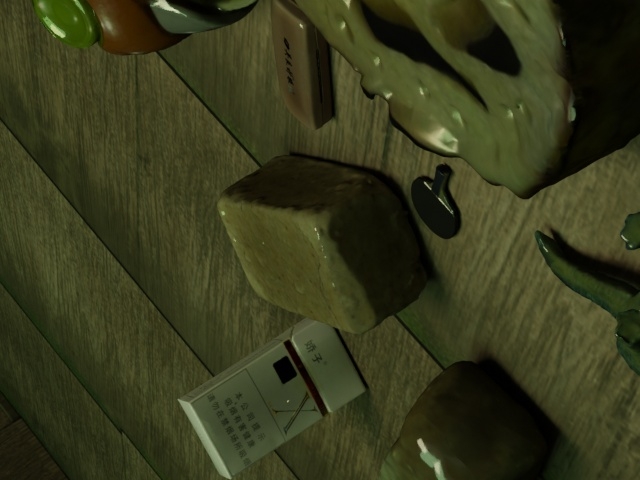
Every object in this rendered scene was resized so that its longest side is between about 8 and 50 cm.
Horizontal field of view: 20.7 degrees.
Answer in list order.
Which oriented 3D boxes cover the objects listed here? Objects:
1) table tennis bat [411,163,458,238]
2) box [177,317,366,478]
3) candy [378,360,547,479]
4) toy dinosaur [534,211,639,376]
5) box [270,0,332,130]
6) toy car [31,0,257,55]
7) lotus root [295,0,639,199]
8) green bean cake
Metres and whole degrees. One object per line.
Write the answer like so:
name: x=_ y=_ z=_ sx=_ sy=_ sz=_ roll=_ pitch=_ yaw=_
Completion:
table tennis bat: x=0.085 y=-0.031 z=1.287 sx=0.050 sy=0.007 sz=0.083 roll=49 pitch=158 yaw=21
box: x=-0.043 y=0.140 z=1.593 sx=0.084 sy=0.154 sz=0.040 roll=61 pitch=162 yaw=-10
candy: x=0.109 y=0.194 z=1.421 sx=0.104 sy=0.102 sz=0.234 roll=48 pitch=159 yaw=22
toy dinosaur: x=0.235 y=0.076 z=1.035 sx=0.363 sy=0.076 sz=0.147 roll=43 pitch=174 yaw=34
box: x=-0.015 y=-0.137 z=1.331 sx=0.048 sy=0.025 sz=0.115 roll=41 pitch=153 yaw=31
toy car: x=-0.108 y=-0.235 z=1.275 sx=0.235 sy=0.145 sz=0.235 roll=28 pitch=144 yaw=22
lotus root: x=0.049 y=-0.205 z=1.001 sx=0.390 sy=0.111 sz=0.375 roll=55 pitch=160 yaw=-3
green bean cake: x=0.000 y=0.000 z=1.406 sx=0.179 sy=0.085 sz=0.109 roll=14 pitch=131 yaw=59
